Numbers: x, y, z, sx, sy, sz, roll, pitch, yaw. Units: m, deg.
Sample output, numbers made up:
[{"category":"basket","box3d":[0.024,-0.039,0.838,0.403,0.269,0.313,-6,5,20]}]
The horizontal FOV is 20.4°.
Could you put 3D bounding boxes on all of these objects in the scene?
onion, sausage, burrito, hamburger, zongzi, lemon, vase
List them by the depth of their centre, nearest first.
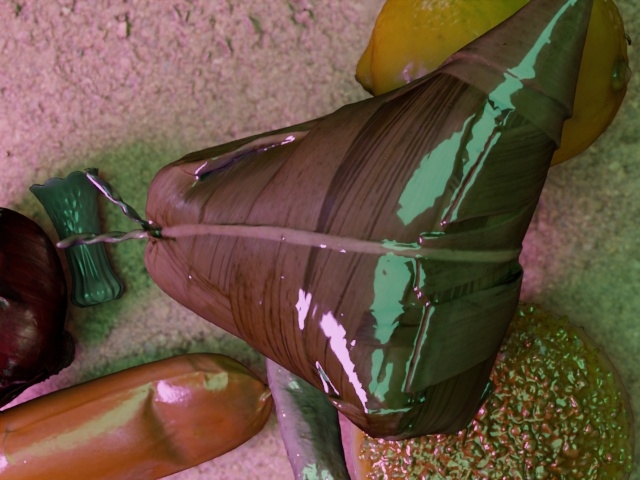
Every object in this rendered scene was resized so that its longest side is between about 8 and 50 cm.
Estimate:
[{"category":"zongzi","box3d":[0.020,-0.106,1.736,0.500,0.218,0.467,28,102,39]},{"category":"lemon","box3d":[0.178,-0.179,1.791,0.263,0.236,0.236,29,97,15]},{"category":"hamburger","box3d":[0.175,0.203,1.827,0.302,0.170,0.302,0,90,14]},{"category":"burrito","box3d":[-0.008,0.190,1.876,0.059,0.082,0.275,-32,61,32]},{"category":"onion","box3d":[-0.358,0.108,1.944,0.195,0.272,0.272,28,98,-21]},{"category":"sausage","box3d":[-0.213,0.205,1.951,0.354,0.116,0.134,-17,112,10]},{"category":"vase","box3d":[-0.266,0.000,1.987,0.081,0.081,0.148,-16,91,14]}]
